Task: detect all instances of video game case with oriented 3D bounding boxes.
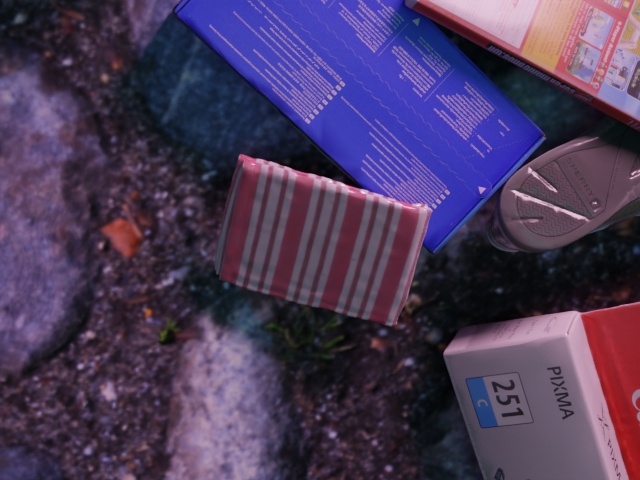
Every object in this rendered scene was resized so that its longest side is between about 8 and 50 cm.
[{"bbox_3d":[0.244,-0.248,1.212,0.285,0.025,0.204,27,75,-9],"label":"video game case"}]

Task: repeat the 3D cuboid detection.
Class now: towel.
[{"bbox_3d":[0.000,0.000,1.237,0.197,0.029,0.144,15,123,0],"label":"towel"}]

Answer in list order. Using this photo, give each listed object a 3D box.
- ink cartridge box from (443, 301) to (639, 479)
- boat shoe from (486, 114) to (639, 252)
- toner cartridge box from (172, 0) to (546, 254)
[{"bbox_3d":[0.293,0.214,1.288,0.261,0.066,0.296,-12,106,28],"label":"ink cartridge box"},{"bbox_3d":[0.314,-0.079,1.273,0.320,0.103,0.118,-30,86,-9],"label":"boat shoe"},{"bbox_3d":[0.038,-0.163,1.224,0.348,0.075,0.165,43,96,-14],"label":"toner cartridge box"}]
